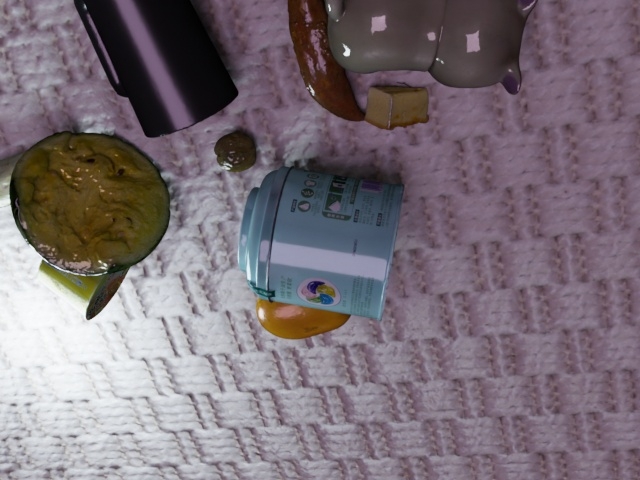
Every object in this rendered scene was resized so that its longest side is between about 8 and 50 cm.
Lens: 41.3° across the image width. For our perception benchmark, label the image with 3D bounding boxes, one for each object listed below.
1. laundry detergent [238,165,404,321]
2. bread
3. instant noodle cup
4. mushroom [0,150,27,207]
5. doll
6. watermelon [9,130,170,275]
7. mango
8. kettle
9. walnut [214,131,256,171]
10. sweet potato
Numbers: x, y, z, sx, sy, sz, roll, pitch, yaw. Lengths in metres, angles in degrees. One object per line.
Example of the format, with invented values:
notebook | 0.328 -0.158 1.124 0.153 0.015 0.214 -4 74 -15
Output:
laundry detergent | 0.000 0.000 1.738 0.306 0.287 0.287 9 122 6
bread | 0.156 -0.273 1.694 0.109 0.080 0.084 -15 122 -29
instant noodle cup | -0.543 0.065 1.949 0.153 0.205 0.205 29 122 1
mushroom | -0.710 -0.133 1.923 0.333 0.087 0.107 -14 117 16
doll | 0.178 -0.388 1.515 0.371 0.226 0.214 11 97 -5
watermelon | -0.503 -0.065 1.810 0.331 0.330 0.189 39 134 -13
mango | -0.038 0.159 1.954 0.220 0.112 0.144 1 122 -3
kettle | -0.323 -0.383 1.656 0.203 0.262 0.307 -30 112 -12
walnut | -0.179 -0.186 1.785 0.092 0.092 0.092 5 122 8
sweet potato | -0.004 -0.363 1.627 0.106 0.095 0.354 -32 121 -17
